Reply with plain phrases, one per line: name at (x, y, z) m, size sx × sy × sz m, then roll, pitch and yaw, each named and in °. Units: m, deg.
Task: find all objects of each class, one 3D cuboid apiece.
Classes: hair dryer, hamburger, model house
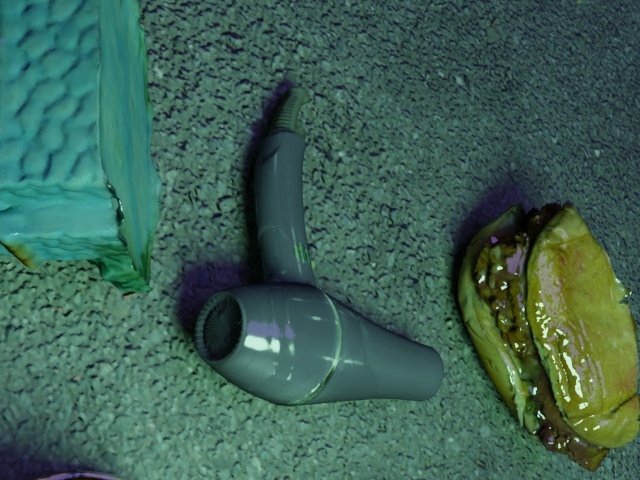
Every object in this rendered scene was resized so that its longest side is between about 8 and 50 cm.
hair dryer at (0.000, 0.000, 1.108) m, size 0.301 × 0.121 × 0.361 m, roll 17°, pitch 59°, yaw -44°
hamburger at (0.266, 0.099, 1.250) m, size 0.245 × 0.155 × 0.282 m, roll 29°, pitch 62°, yaw -25°
model house at (-0.266, -0.089, 0.878) m, size 0.241 × 0.226 × 0.261 m, roll -4°, pitch 71°, yaw -2°

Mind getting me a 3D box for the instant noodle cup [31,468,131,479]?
instant noodle cup at (-0.165, 0.275, 0.795) m, size 0.215 × 0.172 × 0.216 m, roll 7°, pitch 72°, yaw -24°
